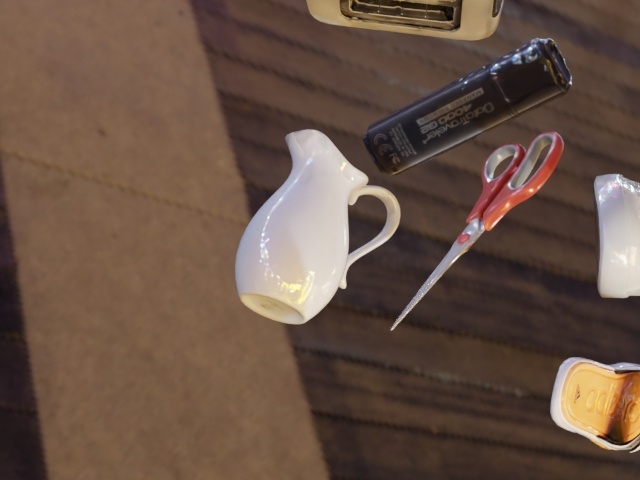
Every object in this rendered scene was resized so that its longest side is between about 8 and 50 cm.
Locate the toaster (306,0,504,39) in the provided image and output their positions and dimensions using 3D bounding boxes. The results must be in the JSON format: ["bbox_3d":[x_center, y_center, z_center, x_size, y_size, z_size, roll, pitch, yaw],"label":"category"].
[{"bbox_3d":[0.065,-0.245,1.105,0.186,0.168,0.110,8,65,5],"label":"toaster"}]

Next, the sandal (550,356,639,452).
[{"bbox_3d":[0.333,0.185,1.613,0.076,0.102,0.265,13,-1,34],"label":"sandal"}]

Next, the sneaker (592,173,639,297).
[{"bbox_3d":[0.306,-0.007,1.291,0.290,0.123,0.105,-5,93,-71],"label":"sneaker"}]

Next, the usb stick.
[{"bbox_3d":[0.179,-0.162,1.831,0.077,0.278,0.045,60,29,-7],"label":"usb stick"}]

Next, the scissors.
[{"bbox_3d":[0.180,-0.014,1.670,0.021,0.109,0.297,51,58,-29],"label":"scissors"}]

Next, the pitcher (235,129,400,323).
[{"bbox_3d":[0.000,0.000,1.742,0.178,0.125,0.207,29,68,-21],"label":"pitcher"}]
